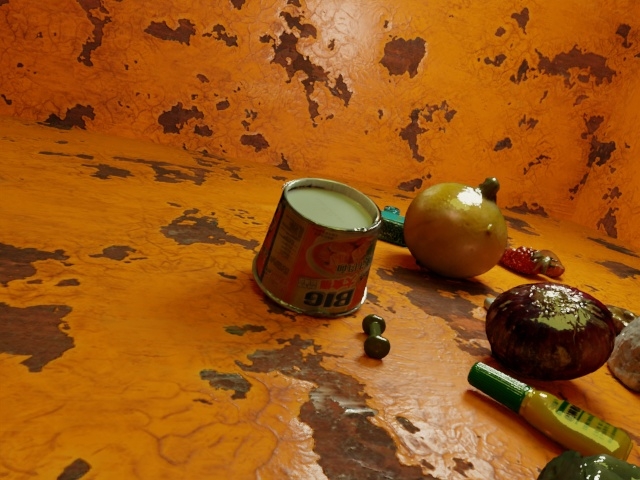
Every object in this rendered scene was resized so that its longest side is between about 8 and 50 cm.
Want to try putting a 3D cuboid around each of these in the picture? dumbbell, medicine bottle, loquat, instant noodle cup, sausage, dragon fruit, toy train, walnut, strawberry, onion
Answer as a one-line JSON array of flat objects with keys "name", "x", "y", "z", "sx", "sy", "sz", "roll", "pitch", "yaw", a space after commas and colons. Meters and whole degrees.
[{"name": "dumbbell", "x": 0.110, "y": 0.191, "z": 0.961, "sx": 0.052, "sy": 0.046, "sz": 0.118, "roll": 18, "pitch": 15, "yaw": -2}, {"name": "medicine bottle", "x": 0.374, "y": 0.288, "z": 0.809, "sx": 0.261, "sy": 0.064, "sz": 0.095, "roll": 25, "pitch": 20, "yaw": 37}, {"name": "loquat", "x": 0.436, "y": -0.048, "z": 1.505, "sx": 0.329, "sy": 0.359, "sz": 0.328, "roll": 28, "pitch": 27, "yaw": -16}, {"name": "instant noodle cup", "x": 0.000, "y": 0.000, "z": 1.095, "sx": 0.297, "sy": 0.213, "sz": 0.296, "roll": 12, "pitch": 32, "yaw": -7}, {"name": "sausage", "x": 0.887, "y": 0.091, "z": 1.859, "sx": 0.089, "sy": 0.089, "sz": 0.179, "roll": 14, "pitch": 19, "yaw": 1}, {"name": "dragon fruit", "x": 0.811, "y": 0.233, "z": 1.075, "sx": 0.283, "sy": 0.221, "sz": 0.204, "roll": 10, "pitch": 22, "yaw": -2}, {"name": "toy train", "x": 0.294, "y": -0.052, "z": 1.811, "sx": 0.204, "sy": 0.112, "sz": 0.163, "roll": 15, "pitch": 22, "yaw": 14}, {"name": "walnut", "x": 0.863, "y": 0.246, "z": 1.327, "sx": 0.143, "sy": 0.069, "sz": 0.170, "roll": 15, "pitch": 18, "yaw": 3}, {"name": "strawberry", "x": 0.748, "y": 0.088, "z": 1.781, "sx": 0.167, "sy": 0.086, "sz": 0.208, "roll": 28, "pitch": -16, "yaw": -21}, {"name": "onion", "x": 0.469, "y": 0.191, "z": 0.992, "sx": 0.247, "sy": 0.190, "sz": 0.246, "roll": -10, "pitch": 16, "yaw": 3}]

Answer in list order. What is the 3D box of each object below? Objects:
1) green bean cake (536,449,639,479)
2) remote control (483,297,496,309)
[{"name": "green bean cake", "x": 0.205, "y": 0.293, "z": 0.366, "sx": 0.125, "sy": 0.227, "sz": 0.223, "roll": 23, "pitch": 19, "yaw": 23}, {"name": "remote control", "x": 0.499, "y": 0.202, "z": 1.257, "sx": 0.088, "sy": 0.029, "sz": 0.190, "roll": 11, "pitch": 16, "yaw": -8}]
